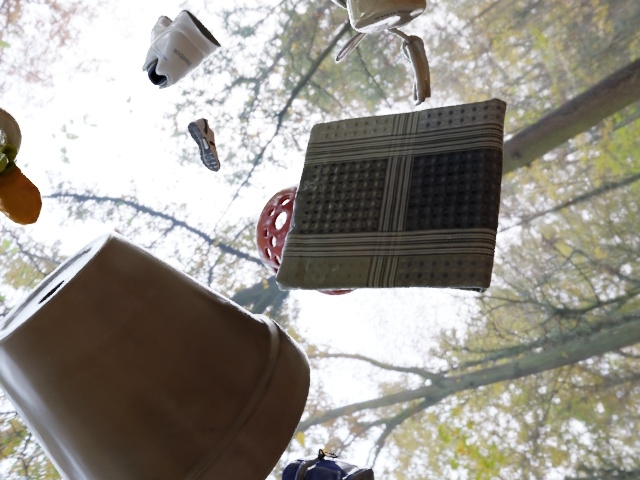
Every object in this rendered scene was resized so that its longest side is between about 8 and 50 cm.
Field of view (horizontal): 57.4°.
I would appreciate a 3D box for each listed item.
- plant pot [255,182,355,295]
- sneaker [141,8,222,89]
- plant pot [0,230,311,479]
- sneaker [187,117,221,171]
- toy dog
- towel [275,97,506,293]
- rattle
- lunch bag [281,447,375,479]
[{"bbox_3d":[0.000,0.000,1.040,0.191,0.174,0.191,-7,-75,-27],"label":"plant pot"},{"bbox_3d":[-0.290,-0.349,1.103,0.111,0.297,0.129,42,-97,-24],"label":"sneaker"},{"bbox_3d":[-0.220,0.154,0.694,0.280,0.323,0.323,49,-139,-21],"label":"plant pot"},{"bbox_3d":[-0.209,-0.181,1.103,0.044,0.040,0.109,-50,-48,-44],"label":"sneaker"},{"bbox_3d":[0.040,-0.306,0.714,0.334,0.160,0.220,48,-143,-72],"label":"toy dog"},{"bbox_3d":[0.104,-0.063,0.873,0.056,0.323,0.313,49,-133,-53],"label":"towel"},{"bbox_3d":[-0.431,-0.125,0.719,0.130,0.200,0.143,-12,-127,-23],"label":"rattle"},{"bbox_3d":[0.000,0.214,0.457,0.067,0.065,0.099,28,-114,-60],"label":"lunch bag"}]
